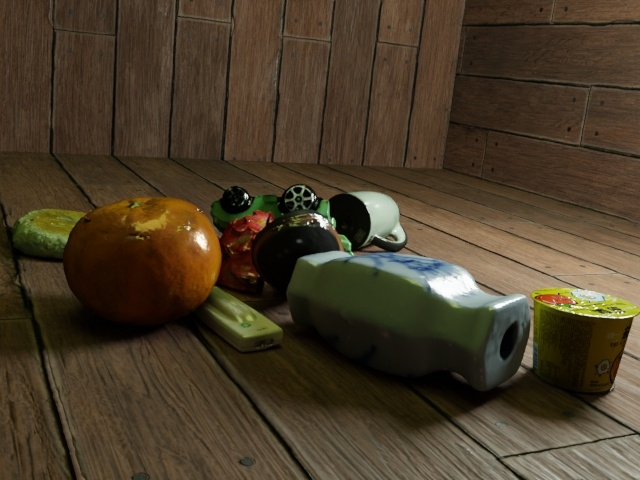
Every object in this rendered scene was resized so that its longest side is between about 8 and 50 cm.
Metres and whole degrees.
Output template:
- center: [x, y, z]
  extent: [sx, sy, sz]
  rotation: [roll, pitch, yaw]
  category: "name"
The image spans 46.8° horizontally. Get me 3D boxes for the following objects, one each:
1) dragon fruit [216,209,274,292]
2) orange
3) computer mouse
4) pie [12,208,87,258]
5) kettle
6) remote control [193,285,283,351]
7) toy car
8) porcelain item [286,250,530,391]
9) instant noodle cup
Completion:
- center: [-0.176, 0.030, 1.681]
  extent: [0.189, 0.163, 0.261]
  rotation: [-22, 14, 2]
  category: "dragon fruit"
- center: [-0.322, 0.035, 1.360]
  extent: [0.284, 0.226, 0.284]
  rotation: [-1, 16, 0]
  category: "orange"
- center: [-0.036, 0.041, 1.530]
  extent: [0.183, 0.116, 0.323]
  rotation: [-23, -21, 4]
  category: "computer mouse"
- center: [-0.594, -0.015, 1.821]
  extent: [0.323, 0.070, 0.323]
  rotation: [9, 13, -2]
  category: "pie"
- center: [0.146, -0.045, 2.134]
  extent: [0.221, 0.161, 0.236]
  rotation: [41, 24, 19]
  category: "kettle"
- center: [-0.161, 0.141, 1.370]
  extent: [0.090, 0.049, 0.230]
  rotation: [-6, 19, -34]
  category: "remote control"
- center: [-0.095, -0.035, 1.884]
  extent: [0.359, 0.176, 0.213]
  rotation: [-1, -14, 4]
  category: "toy car"
- center: [0.146, 0.122, 1.302]
  extent: [0.405, 0.178, 0.243]
  rotation: [16, 15, 36]
  category: "porcelain item"
- center: [0.451, 0.174, 1.294]
  extent: [0.182, 0.144, 0.182]
  rotation: [4, 12, -1]
  category: "instant noodle cup"
